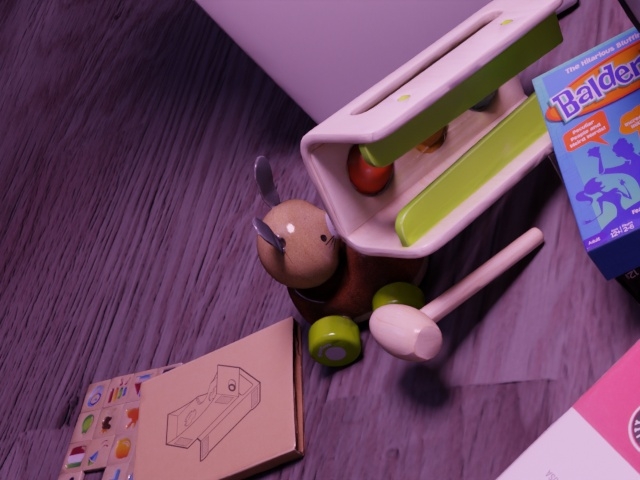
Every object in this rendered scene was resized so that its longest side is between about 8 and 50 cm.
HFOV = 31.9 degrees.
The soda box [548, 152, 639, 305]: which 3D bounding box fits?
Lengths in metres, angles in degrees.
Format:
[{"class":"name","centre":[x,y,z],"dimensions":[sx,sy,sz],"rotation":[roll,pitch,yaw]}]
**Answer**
[{"class":"soda box","centre":[0.256,-0.025,0.955],"dimensions":[0.060,0.053,0.169],"rotation":[-34,39,17]}]

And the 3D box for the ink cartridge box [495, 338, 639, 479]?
[{"class":"ink cartridge box","centre":[0.179,0.284,0.661],"dimensions":[0.384,0.160,0.279],"rotation":[-44,36,3]}]

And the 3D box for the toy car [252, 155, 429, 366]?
[{"class":"toy car","centre":[0.000,0.000,1.077],"dimensions":[0.149,0.188,0.155],"rotation":[-29,41,24]}]

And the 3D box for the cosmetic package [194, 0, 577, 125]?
[{"class":"cosmetic package","centre":[0.045,-0.403,1.281],"dimensions":[0.327,0.329,0.394],"rotation":[-29,40,24]}]

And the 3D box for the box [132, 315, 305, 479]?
[{"class":"box","centre":[-0.106,0.180,1.149],"dimensions":[0.201,0.021,0.164],"rotation":[-25,43,22]}]

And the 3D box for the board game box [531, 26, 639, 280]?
[{"class":"board game box","centre":[0.270,-0.088,0.901],"dimensions":[0.160,0.047,0.210],"rotation":[-27,42,21]}]

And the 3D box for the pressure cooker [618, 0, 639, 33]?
[{"class":"pressure cooker","centre":[0.364,-0.264,0.722],"dimensions":[0.420,0.376,0.370],"rotation":[-29,-10,-12]}]

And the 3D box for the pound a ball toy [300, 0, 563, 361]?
[{"class":"pound a ball toy","centre":[0.116,-0.064,1.032],"dimensions":[0.319,0.208,0.135],"rotation":[-39,26,-29]}]

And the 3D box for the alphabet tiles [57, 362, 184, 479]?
[{"class":"alphabet tiles","centre":[-0.201,0.227,1.226],"dimensions":[0.237,0.009,0.198],"rotation":[-16,47,35]}]
